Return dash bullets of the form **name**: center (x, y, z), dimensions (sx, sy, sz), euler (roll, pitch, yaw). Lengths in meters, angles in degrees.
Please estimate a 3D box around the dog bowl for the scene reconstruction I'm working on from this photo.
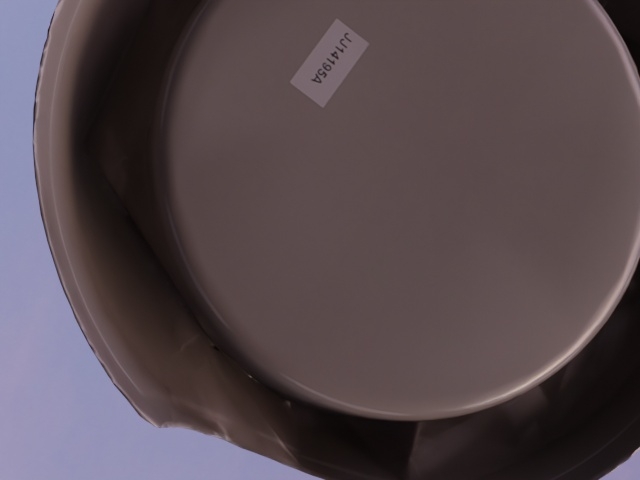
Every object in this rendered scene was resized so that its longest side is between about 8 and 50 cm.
- **dog bowl**: center (0.041, -0.039, 0.407), dimensions (0.349, 0.102, 0.348), euler (1, -93, -12)
